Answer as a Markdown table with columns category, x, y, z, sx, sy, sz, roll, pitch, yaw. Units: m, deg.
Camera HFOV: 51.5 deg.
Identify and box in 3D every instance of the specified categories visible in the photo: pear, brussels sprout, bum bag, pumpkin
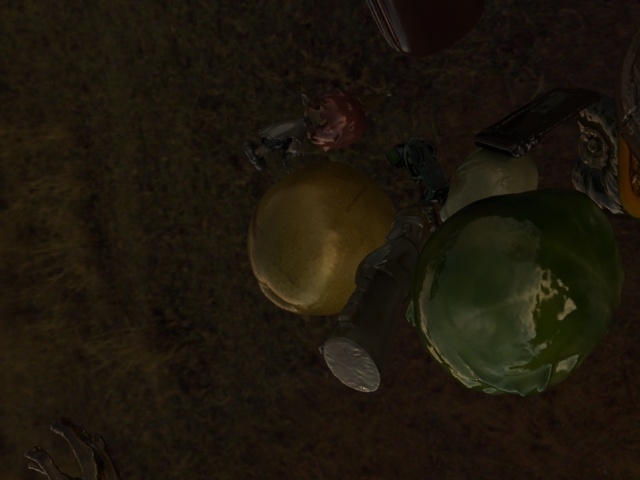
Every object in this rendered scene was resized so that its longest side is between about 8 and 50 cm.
| category | x | y | z | sx | sy | sz | roll | pitch | yaw |
| --- | --- | --- | --- | --- | --- | --- | --- | --- | --- |
| pear | 0.000 | 0.000 | 1.325 | 0.314 | 0.314 | 0.314 | 23 | 120 | 47 |
| brussels sprout | 0.132 | 0.025 | 0.481 | 0.149 | 0.151 | 0.122 | -7 | 120 | 39 |
| bum bag | 0.310 | -0.172 | 0.956 | 0.026 | 0.159 | 0.109 | 61 | 174 | -23 |
| pumpkin | 0.607 | -0.176 | 1.301 | 0.139 | 0.190 | 0.280 | -133 | 29 | -56 |

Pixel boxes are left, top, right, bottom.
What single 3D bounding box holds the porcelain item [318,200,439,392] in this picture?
| category | x | y | z | sx | sy | sz | roll | pitch | yaw |
| --- | --- | --- | --- | --- | --- | --- | --- | --- | --- |
| porcelain item | 0.065 | 0.039 | 0.647 | 0.054 | 0.213 | 0.084 | 2 | 133 | 28 |

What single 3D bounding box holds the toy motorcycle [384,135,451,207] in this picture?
| category | x | y | z | sx | sy | sz | roll | pitch | yaw |
| --- | --- | --- | --- | --- | --- | --- | --- | --- | --- |
| toy motorcycle | 0.202 | -0.123 | 1.295 | 0.173 | 0.058 | 0.100 | 61 | 145 | 10 |

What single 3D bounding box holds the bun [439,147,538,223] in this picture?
| category | x | y | z | sx | sy | sz | roll | pitch | yaw |
| --- | --- | --- | --- | --- | --- | --- | --- | --- | --- |
| bun | 0.247 | -0.055 | 1.021 | 0.127 | 0.222 | 0.222 | 12 | 121 | 2 |

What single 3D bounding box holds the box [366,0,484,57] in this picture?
| category | x | y | z | sx | sy | sz | roll | pitch | yaw |
| --- | --- | --- | --- | --- | --- | --- | --- | --- | --- |
| box | 0.215 | -0.607 | 1.487 | 0.404 | 0.263 | 0.108 | 56 | -175 | -40 |

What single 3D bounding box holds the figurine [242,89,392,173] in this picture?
| category | x | y | z | sx | sy | sz | roll | pitch | yaw |
| --- | --- | --- | --- | --- | --- | --- | --- | --- | --- |
| figurine | -0.003 | -0.291 | 1.640 | 0.166 | 0.387 | 0.207 | 63 | -173 | -5 |

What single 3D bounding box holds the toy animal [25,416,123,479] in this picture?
| category | x | y | z | sx | sy | sz | roll | pitch | yaw |
| --- | --- | --- | --- | --- | --- | --- | --- | --- | --- |
| toy animal | -0.267 | 0.337 | 0.774 | 0.149 | 0.054 | 0.275 | -19 | 94 | 25 |

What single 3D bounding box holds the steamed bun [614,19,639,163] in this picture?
| category | x | y | z | sx | sy | sz | roll | pitch | yaw |
| --- | --- | --- | --- | --- | --- | --- | --- | --- | --- |
| steamed bun | 0.542 | -0.201 | 0.987 | 0.199 | 0.251 | 0.301 | -21 | 59 | 49 |
